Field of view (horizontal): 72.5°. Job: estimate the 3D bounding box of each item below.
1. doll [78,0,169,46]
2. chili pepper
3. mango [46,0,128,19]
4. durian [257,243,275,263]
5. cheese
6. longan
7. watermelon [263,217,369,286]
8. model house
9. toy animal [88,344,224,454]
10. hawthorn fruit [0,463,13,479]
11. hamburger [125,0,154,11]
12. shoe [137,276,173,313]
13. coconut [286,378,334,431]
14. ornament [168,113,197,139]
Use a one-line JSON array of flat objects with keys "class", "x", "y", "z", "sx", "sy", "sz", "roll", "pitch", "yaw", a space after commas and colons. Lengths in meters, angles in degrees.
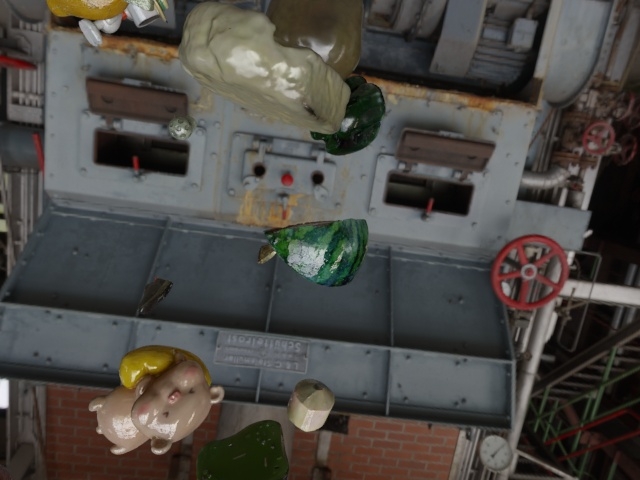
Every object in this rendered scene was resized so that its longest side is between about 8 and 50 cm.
[{"class": "doll", "x": -0.630, "y": -0.736, "z": 1.429, "sx": 0.208, "sy": 0.143, "sz": 0.271, "roll": 2, "pitch": -135, "yaw": 32}, {"class": "chili pepper", "x": 0.094, "y": -0.447, "z": 1.587, "sx": 0.257, "sy": 0.248, "sz": 0.233, "roll": -38, "pitch": -118, "yaw": -26}, {"class": "mango", "x": -0.696, "y": -0.735, "z": 1.294, "sx": 0.263, "sy": 0.157, "sz": 0.108, "roll": -11, "pitch": -141, "yaw": 2}, {"class": "durian", "x": -0.176, "y": 0.049, "z": 1.479, "sx": 0.066, "sy": 0.052, "sz": 0.130, "roll": 1, "pitch": -154, "yaw": 30}, {"class": "cheese", "x": -0.096, "y": -0.302, "z": 0.801, "sx": 0.327, "sy": 0.115, "sz": 0.318, "roll": 18, "pitch": -174, "yaw": -17}, {"class": "longan", "x": -0.014, "y": -0.683, "z": 1.412, "sx": 0.362, "sy": 0.360, "sz": 0.361, "roll": 8, "pitch": -168, "yaw": -2}, {"class": "watermelon", "x": 0.031, "y": -0.002, "z": 1.478, "sx": 0.319, "sy": 0.222, "sz": 0.292, "roll": 49, "pitch": -155, "yaw": 4}, {"class": "model house", "x": -0.225, "y": 0.728, "z": 1.388, "sx": 0.294, "sy": 0.153, "sz": 0.207, "roll": -23, "pitch": -139, "yaw": 2}, {"class": "toy animal", "x": -0.458, "y": 0.453, "z": 1.212, "sx": 0.345, "sy": 0.277, "sz": 0.247, "roll": -31, "pitch": -144, "yaw": -20}, {"class": "hawthorn fruit", "x": -0.902, "y": 0.660, "z": 1.058, "sx": 0.276, "sy": 0.274, "sz": 0.300, "roll": 0, "pitch": 167, "yaw": -36}, {"class": "hamburger", "x": -0.422, "y": -0.552, "z": 0.959, "sx": 0.121, "sy": 0.054, "sz": 0.084, "roll": 8, "pitch": -151, "yaw": -27}, {"class": "shoe", "x": -0.636, "y": 0.204, "z": 1.638, "sx": 0.077, "sy": 0.074, "sz": 0.194, "roll": 29, "pitch": -149, "yaw": 1}, {"class": "coconut", "x": -0.032, "y": 0.548, "z": 1.480, "sx": 0.147, "sy": 0.152, "sz": 0.147, "roll": 20, "pitch": -161, "yaw": -7}, {"class": "ornament", "x": -0.440, "y": -0.363, "z": 1.384, "sx": 0.075, "sy": 0.081, "sz": 0.156, "roll": -22, "pitch": -161, "yaw": 1}]
